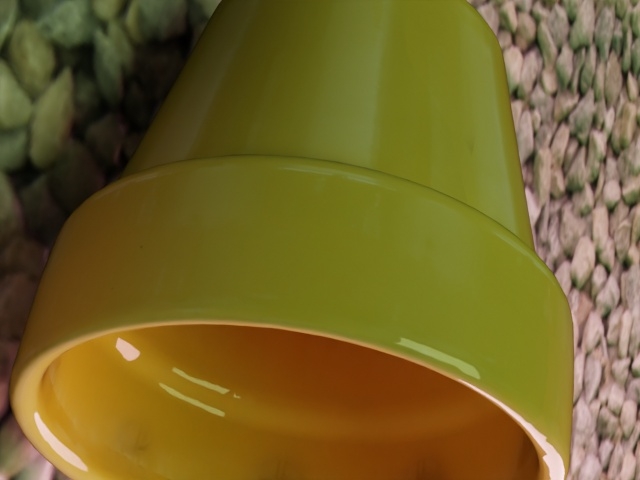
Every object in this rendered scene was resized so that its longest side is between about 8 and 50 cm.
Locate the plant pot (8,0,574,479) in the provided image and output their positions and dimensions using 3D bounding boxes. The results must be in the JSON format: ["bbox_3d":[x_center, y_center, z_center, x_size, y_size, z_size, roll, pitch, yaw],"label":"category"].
[{"bbox_3d":[0.000,0.000,0.683,0.254,0.254,0.239,48,42,-45],"label":"plant pot"}]
